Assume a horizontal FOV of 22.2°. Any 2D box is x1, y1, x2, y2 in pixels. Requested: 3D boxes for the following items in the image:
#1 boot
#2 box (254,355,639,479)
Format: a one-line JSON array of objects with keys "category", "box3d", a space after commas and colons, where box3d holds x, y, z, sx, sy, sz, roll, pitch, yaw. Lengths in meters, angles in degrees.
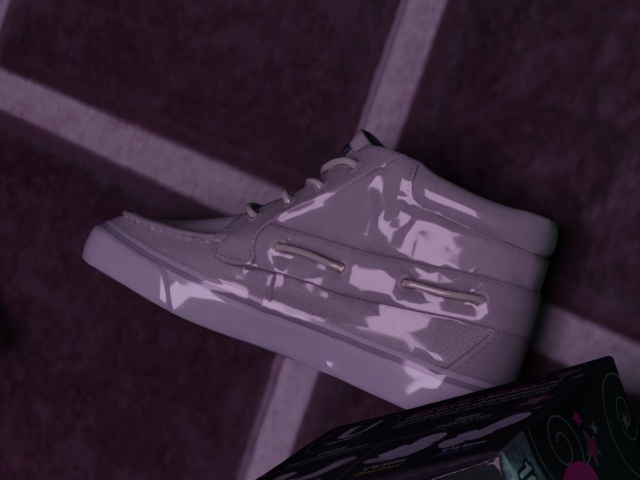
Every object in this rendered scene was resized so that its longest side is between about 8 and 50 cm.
[{"category": "boot", "box3d": [0.000, 0.000, 0.853, 0.258, 0.095, 0.123, 20, 92, 24]}, {"category": "box", "box3d": [0.080, 0.198, 0.712, 0.163, 0.142, 0.247, -19, 94, 30]}]
